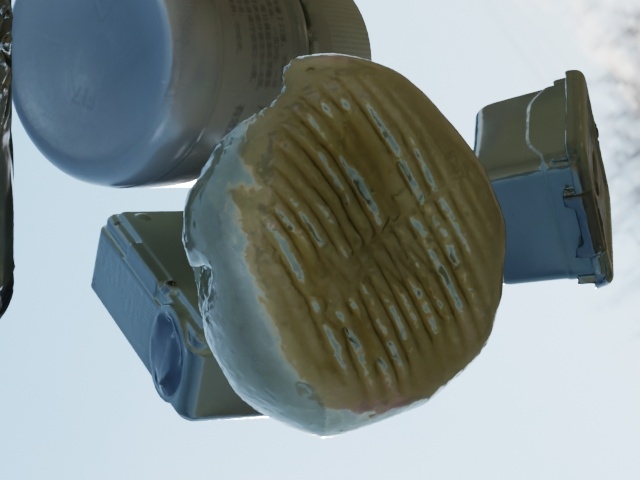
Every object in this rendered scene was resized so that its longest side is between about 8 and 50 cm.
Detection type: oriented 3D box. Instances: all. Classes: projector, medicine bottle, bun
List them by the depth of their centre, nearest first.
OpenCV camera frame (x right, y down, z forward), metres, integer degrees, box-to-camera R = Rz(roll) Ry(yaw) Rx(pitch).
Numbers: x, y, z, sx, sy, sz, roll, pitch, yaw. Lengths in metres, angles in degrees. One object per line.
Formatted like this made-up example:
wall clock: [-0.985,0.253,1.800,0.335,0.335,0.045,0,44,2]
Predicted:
bun: [0.000,0.000,0.998,0.178,0.128,0.193,-36,-72,-28]
projector: [-0.084,0.059,1.730,0.192,0.099,0.256,-2,-152,-26]
medicine bottle: [-0.117,-0.172,1.787,0.306,0.245,0.245,-2,-123,-53]

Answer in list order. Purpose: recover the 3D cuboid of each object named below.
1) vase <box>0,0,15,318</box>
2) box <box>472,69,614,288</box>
vase: [-0.256,-0.053,1.170,0.156,0.301,0.251,5,-133,-13]
box: [0.166,-0.042,1.421,0.172,0.093,0.124,-74,-29,-63]
